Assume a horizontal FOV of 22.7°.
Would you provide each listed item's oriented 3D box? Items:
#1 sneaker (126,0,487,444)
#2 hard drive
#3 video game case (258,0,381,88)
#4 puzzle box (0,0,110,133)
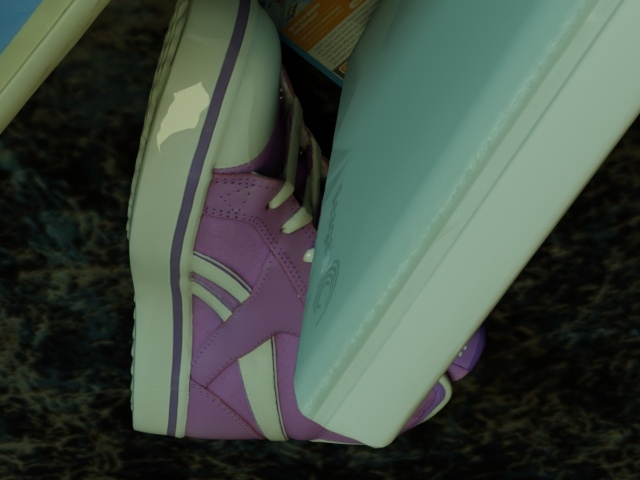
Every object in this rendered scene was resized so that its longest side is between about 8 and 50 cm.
[{"bbox_3d":[0.000,-0.001,0.695,0.161,0.102,0.282,9,146,1],"label":"sneaker"},{"bbox_3d":[0.080,-0.106,0.471,0.040,0.203,0.307,22,131,-11],"label":"hard drive"},{"bbox_3d":[0.025,-0.112,0.629,0.166,0.015,0.119,36,132,-21],"label":"video game case"},{"bbox_3d":[-0.159,-0.101,0.354,0.272,0.052,0.409,6,146,-39],"label":"puzzle box"}]
